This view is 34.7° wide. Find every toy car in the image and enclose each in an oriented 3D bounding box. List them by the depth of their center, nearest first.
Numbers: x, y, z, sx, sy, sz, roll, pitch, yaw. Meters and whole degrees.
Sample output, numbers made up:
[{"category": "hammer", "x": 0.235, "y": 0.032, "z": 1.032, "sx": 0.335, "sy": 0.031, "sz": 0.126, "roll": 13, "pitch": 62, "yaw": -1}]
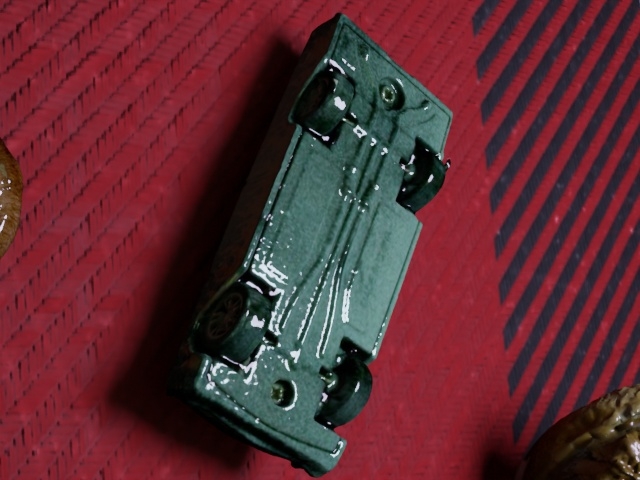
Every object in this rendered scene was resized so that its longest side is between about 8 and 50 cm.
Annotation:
[{"category": "toy car", "x": 0.000, "y": 0.000, "z": 0.741, "sx": 0.141, "sy": 0.097, "sz": 0.320, "roll": 37, "pitch": 61, "yaw": -29}]

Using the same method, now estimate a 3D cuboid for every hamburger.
[{"category": "hamburger", "x": 0.236, "y": 0.244, "z": 0.819, "sx": 0.192, "sy": 0.288, "sz": 0.167, "roll": 4, "pitch": 46, "yaw": -2}]

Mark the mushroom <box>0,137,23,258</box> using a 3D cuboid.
[{"category": "mushroom", "x": -0.228, "y": -0.026, "z": 0.569, "sx": 0.127, "sy": 0.087, "sz": 0.127, "roll": 10, "pitch": 73, "yaw": -35}]
